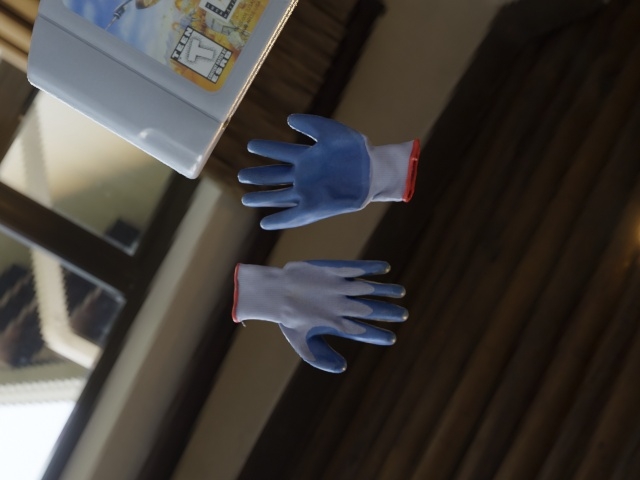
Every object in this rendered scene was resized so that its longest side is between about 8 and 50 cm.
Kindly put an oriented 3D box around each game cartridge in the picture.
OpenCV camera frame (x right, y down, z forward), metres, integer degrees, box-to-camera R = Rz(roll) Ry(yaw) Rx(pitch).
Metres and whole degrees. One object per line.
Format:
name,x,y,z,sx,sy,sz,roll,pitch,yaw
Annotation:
game cartridge,-0.119,-0.225,1.208,0.297,0.198,0.062,-59,-174,14

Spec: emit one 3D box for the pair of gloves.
pair of gloves,0.000,0.000,1.094,0.159,0.023,0.198,3,-97,32
